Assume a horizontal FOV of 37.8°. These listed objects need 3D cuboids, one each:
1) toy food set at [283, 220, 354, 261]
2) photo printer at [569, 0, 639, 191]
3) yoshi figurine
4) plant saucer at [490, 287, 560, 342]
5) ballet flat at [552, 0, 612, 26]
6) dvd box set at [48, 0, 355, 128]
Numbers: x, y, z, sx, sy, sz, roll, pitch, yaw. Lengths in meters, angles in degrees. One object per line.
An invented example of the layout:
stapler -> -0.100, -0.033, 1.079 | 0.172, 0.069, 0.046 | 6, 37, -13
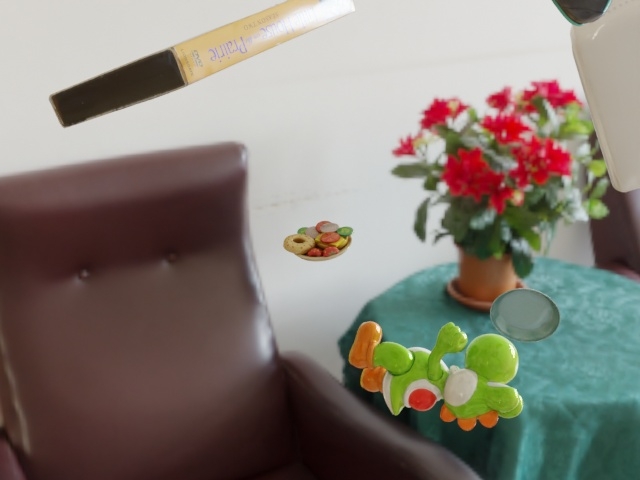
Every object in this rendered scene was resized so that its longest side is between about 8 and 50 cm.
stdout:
toy food set -> 0.000, 0.000, 1.205 | 0.083, 0.020, 0.082 | 13, 36, 33
photo printer -> 0.519, -0.249, 1.381 | 0.256, 0.308, 0.107 | -16, 18, 19
yoshi figurine -> 0.257, 0.255, 1.934 | 0.362, 0.203, 0.203 | 12, 14, 30
plant saucer -> 0.354, 0.125, 1.614 | 0.119, 0.119, 0.021 | 6, 36, 14
ballet flat -> 0.202, -0.291, 0.867 | 0.203, 0.074, 0.074 | 50, 39, 10
dvd box set -> -0.180, -0.299, 1.484 | 0.307, 0.062, 0.420 | -9, 19, 41
